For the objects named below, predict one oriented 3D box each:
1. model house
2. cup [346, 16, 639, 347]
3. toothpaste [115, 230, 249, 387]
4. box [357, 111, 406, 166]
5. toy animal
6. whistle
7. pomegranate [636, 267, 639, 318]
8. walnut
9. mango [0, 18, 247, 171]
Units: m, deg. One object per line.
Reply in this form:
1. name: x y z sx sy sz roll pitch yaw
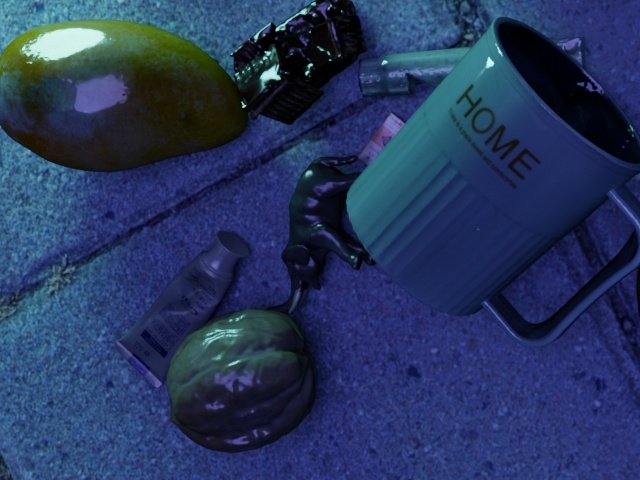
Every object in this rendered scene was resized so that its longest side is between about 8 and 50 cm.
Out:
1. model house: -0.034 -0.259 1.810 0.203 0.164 0.141 -41 87 15
2. cup: 0.242 -0.066 1.681 0.331 0.257 0.311 36 118 -15
3. toothpaste: -0.204 0.099 1.947 0.096 0.061 0.266 43 111 9
4. box: 0.094 -0.137 1.854 0.046 0.012 0.083 40 104 12
5. toy animal: 0.008 0.005 1.857 0.137 0.082 0.270 19 103 18
6. whistle: 0.207 -0.237 1.788 0.312 0.062 0.062 -3 92 17
7. pomegranate: 0.523 0.074 1.623 0.270 0.254 0.254 -27 84 -25
8. walnut: -0.116 0.200 1.842 0.224 0.224 0.224 1 94 17
9. mango: -0.296 -0.206 1.883 0.384 0.199 0.222 9 90 4
